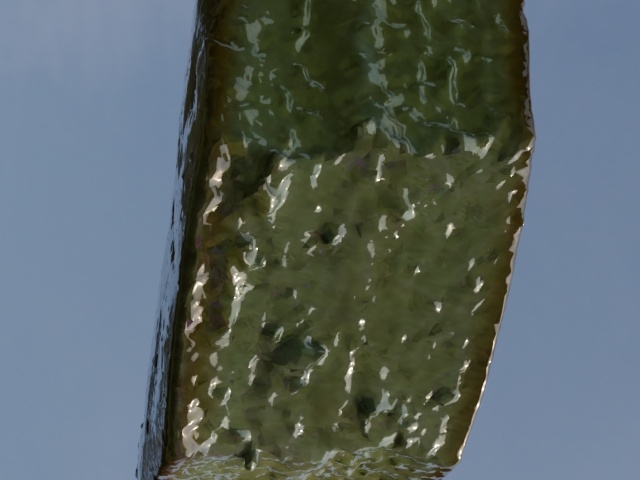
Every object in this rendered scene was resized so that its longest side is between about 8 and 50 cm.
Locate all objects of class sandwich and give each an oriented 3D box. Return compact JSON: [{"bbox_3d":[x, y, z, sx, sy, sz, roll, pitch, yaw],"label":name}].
[{"bbox_3d":[0.000,0.000,0.402,0.096,0.094,0.258,-114,-151,-63],"label":"sandwich"}]
